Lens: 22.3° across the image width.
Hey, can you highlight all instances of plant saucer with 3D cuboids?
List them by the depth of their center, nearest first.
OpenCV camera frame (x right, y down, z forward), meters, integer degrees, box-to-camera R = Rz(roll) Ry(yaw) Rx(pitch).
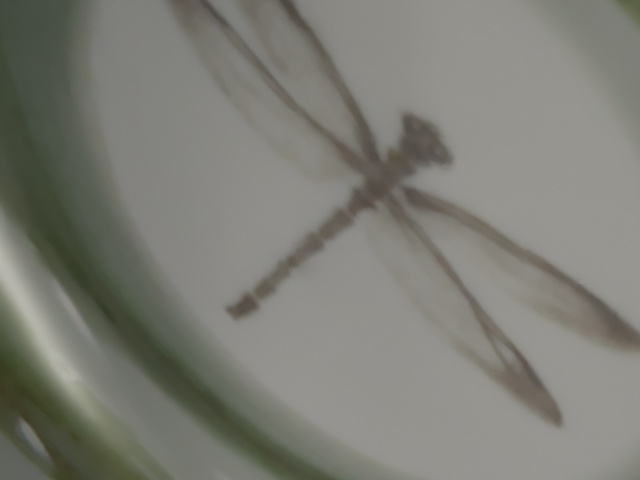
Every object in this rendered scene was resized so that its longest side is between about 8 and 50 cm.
[{"bbox_3d":[0.000,0.000,0.421,0.400,0.100,0.400,26,138,26],"label":"plant saucer"}]
